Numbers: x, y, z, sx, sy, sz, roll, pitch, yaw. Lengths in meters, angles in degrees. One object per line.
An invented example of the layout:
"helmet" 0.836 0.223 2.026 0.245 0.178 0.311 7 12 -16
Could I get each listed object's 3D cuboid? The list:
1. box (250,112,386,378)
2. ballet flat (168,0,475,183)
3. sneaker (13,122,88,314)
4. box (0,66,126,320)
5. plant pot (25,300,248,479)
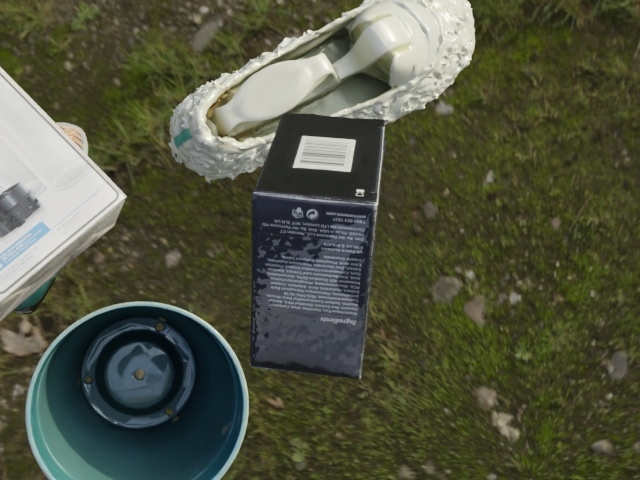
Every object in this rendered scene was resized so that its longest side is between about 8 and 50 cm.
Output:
"box" 0.000 0.000 0.711 0.093 0.156 0.158 5 120 4
"ballet flat" 0.021 -0.185 0.998 0.409 0.147 0.147 -29 70 -12
"sneaker" -0.408 -0.034 1.272 0.108 0.121 0.302 11 54 -5
"box" -0.354 -0.081 0.858 0.290 0.087 0.169 47 63 -1
"plant pot" -0.249 0.208 1.213 0.272 0.255 0.271 0 92 -12
